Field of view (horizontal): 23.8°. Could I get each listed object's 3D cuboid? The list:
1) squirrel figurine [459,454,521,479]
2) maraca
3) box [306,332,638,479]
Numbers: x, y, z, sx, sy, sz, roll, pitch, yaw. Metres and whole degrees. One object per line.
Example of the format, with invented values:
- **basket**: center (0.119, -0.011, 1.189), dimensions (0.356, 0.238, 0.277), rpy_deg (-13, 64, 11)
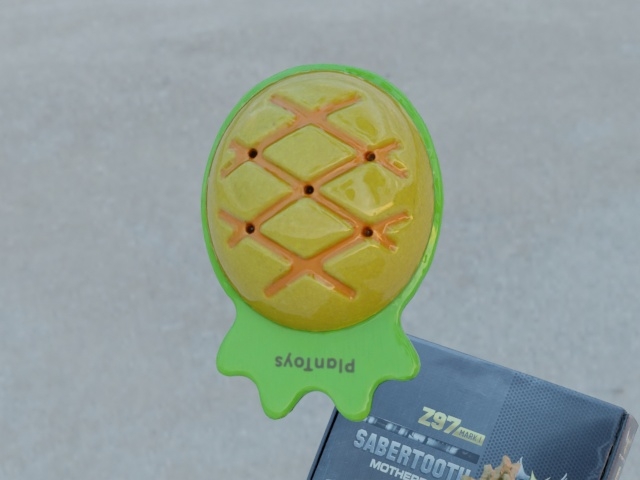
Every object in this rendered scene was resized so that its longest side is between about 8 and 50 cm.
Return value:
- **squirrel figurine**: center (0.096, 0.309, 0.718), dimensions (0.281, 0.370, 0.397), rpy_deg (-18, 59, -20)
- **maraca**: center (0.000, 0.000, 0.786), dimensions (0.127, 0.186, 0.099), rpy_deg (0, -6, 11)
- **box**: center (0.114, 0.188, 1.220), dimensions (0.232, 0.059, 0.183), rpy_deg (19, 79, 24)
